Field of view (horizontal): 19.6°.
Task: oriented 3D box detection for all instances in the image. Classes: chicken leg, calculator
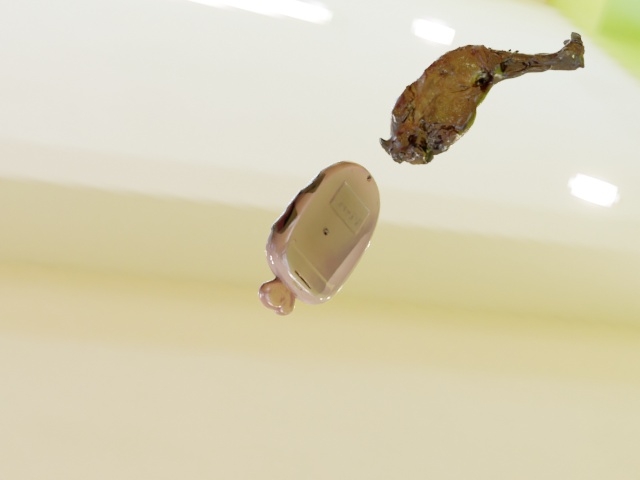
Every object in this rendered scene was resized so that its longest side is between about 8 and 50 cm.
[{"bbox_3d":[0.175,-0.171,2.066,0.106,0.253,0.051,57,177,30],"label":"chicken leg"},{"bbox_3d":[0.000,0.000,1.719,0.024,0.166,0.103,14,153,47],"label":"calculator"}]
